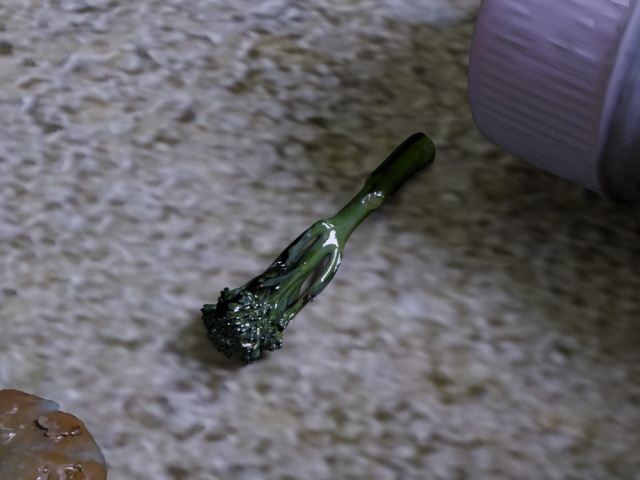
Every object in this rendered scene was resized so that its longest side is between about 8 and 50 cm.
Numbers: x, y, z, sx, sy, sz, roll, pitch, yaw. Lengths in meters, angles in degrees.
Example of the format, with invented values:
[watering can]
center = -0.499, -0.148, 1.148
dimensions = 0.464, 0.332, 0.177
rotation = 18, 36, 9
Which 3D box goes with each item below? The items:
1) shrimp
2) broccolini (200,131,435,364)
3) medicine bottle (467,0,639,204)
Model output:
[shrimp]
center = -0.175, 0.095, 0.697
dimensions = 0.184, 0.043, 0.091
rotation = -3, 44, -4
[broccolini]
center = 0.000, 0.000, 0.763
dimensions = 0.035, 0.030, 0.140
rotation = -5, 35, 51
[medicine bottle]
center = 0.208, -0.053, 0.690
dimensions = 0.273, 0.165, 0.165
rotation = 28, 60, 26
